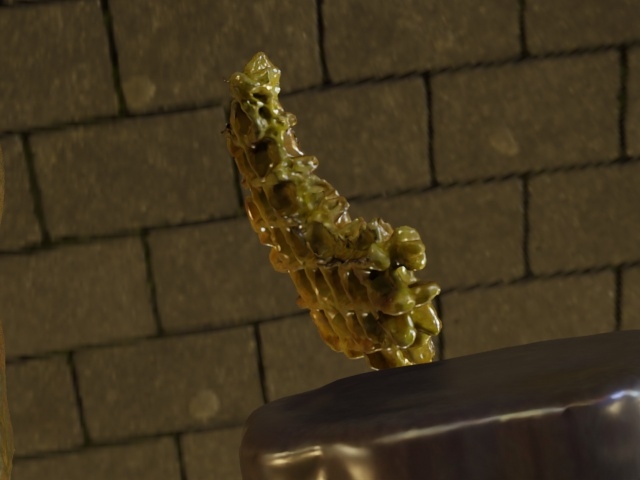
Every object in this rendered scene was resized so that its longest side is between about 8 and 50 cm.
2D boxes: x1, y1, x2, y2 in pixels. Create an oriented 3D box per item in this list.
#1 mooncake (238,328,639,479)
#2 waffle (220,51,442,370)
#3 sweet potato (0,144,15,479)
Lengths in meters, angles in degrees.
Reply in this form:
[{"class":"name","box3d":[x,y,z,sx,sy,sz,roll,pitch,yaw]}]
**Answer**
[{"class":"mooncake","box3d":[0.102,0.152,1.033,0.306,0.306,0.154,-12,89,-1]},{"class":"waffle","box3d":[0.000,0.000,1.463,0.069,0.293,0.260,-28,149,-16]},{"class":"sweet potato","box3d":[-0.125,0.038,0.548,0.053,0.182,0.054,-21,149,36]}]
